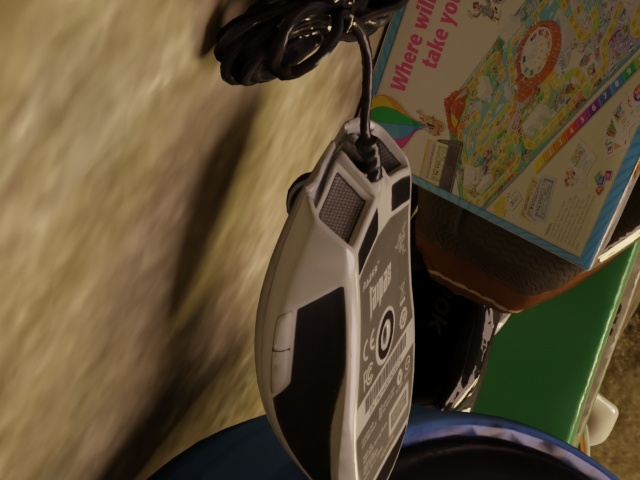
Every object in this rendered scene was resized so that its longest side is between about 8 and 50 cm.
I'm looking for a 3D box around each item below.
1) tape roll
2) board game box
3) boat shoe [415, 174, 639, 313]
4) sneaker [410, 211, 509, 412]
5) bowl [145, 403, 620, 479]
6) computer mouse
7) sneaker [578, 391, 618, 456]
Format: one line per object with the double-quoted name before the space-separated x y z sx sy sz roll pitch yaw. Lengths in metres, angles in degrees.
"tape roll" 0.156 0.002 1.133 0.321 0.077 0.321 20 90 -79
"board game box" 0.079 -0.076 0.668 0.026 0.103 0.154 -47 161 -52
"boat shoe" 0.144 -0.091 0.878 0.324 0.122 0.120 -55 170 -29
"sneaker" 0.035 0.078 0.897 0.106 0.078 0.234 -33 145 -61
"bowl" 0.049 0.246 0.671 0.077 0.391 0.391 -18 -157 42
"computer mouse" 0.000 0.000 0.583 0.106 0.042 0.193 -54 149 -56
"sneaker" 0.104 0.174 1.273 0.321 0.127 0.126 -49 163 -43
